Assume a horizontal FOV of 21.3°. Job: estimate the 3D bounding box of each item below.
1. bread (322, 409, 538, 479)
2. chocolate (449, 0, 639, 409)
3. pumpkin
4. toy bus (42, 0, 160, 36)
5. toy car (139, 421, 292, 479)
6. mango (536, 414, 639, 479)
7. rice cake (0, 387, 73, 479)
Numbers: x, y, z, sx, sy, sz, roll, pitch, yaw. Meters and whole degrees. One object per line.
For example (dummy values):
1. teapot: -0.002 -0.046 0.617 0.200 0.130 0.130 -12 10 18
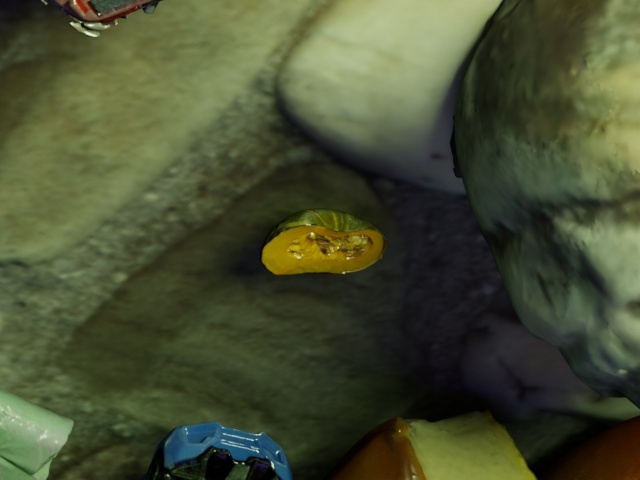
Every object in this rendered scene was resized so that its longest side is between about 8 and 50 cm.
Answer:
1. bread: 0.074 0.328 1.180 0.143 0.333 0.323 -4 141 -40
2. chocolate: 0.231 -0.014 0.930 0.303 0.213 0.303 -2 135 -2
3. pumpkin: 0.000 -0.001 1.049 0.083 0.028 0.050 8 137 -26
4. toy bus: -0.044 -0.178 0.836 0.235 0.073 0.096 -20 141 14
5. toy car: -0.093 0.192 1.216 0.103 0.063 0.216 16 144 -18
6. mango: 0.213 0.212 1.214 0.289 0.129 0.146 -34 108 34
7. rice cake: -0.267 0.107 1.127 0.222 0.042 0.080 30 121 -30
